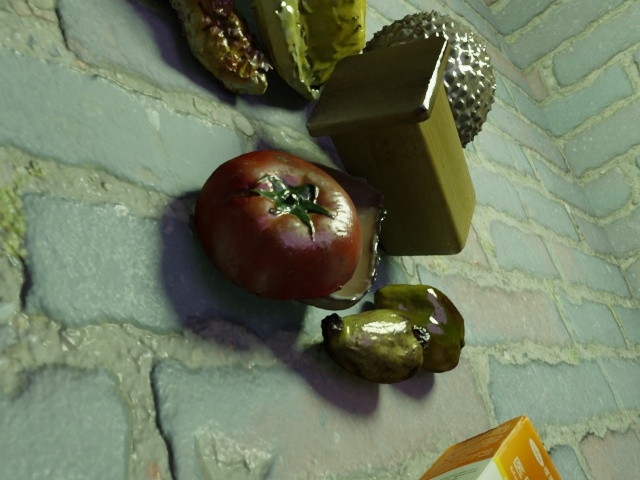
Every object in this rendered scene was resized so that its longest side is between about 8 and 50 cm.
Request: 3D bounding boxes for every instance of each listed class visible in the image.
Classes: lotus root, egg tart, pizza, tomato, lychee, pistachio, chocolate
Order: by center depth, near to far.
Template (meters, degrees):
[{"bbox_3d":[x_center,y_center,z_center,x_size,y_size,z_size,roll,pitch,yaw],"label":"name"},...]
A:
[{"bbox_3d":[-0.042,-0.030,0.830,0.225,0.085,0.225,16,42,-15],"label":"tomato"},{"bbox_3d":[0.062,0.139,0.913,0.190,0.094,0.108,12,31,-40],"label":"lotus root"},{"bbox_3d":[-0.001,0.001,0.940,0.161,0.083,0.261,23,42,-4],"label":"chocolate"},{"bbox_3d":[-0.168,-0.352,1.004,0.305,0.085,0.161,59,20,-7],"label":"pizza"},{"bbox_3d":[0.161,0.136,1.038,0.189,0.100,0.110,46,29,-21],"label":"pistachio"},{"bbox_3d":[-0.007,-0.427,1.123,0.388,0.169,0.388,-3,90,-80],"label":"egg tart"},{"bbox_3d":[0.185,-0.296,1.285,0.300,0.300,0.300,35,37,-33],"label":"lychee"}]

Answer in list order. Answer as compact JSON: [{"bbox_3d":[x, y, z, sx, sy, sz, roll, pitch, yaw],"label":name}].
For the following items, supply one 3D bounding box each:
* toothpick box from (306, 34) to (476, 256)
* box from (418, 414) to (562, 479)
[{"bbox_3d":[0.138,-0.131,1.081,0.308,0.190,0.187,61,37,-39],"label":"toothpick box"},{"bbox_3d":[0.212,0.392,0.840,0.341,0.143,0.225,-14,74,-57],"label":"box"}]
